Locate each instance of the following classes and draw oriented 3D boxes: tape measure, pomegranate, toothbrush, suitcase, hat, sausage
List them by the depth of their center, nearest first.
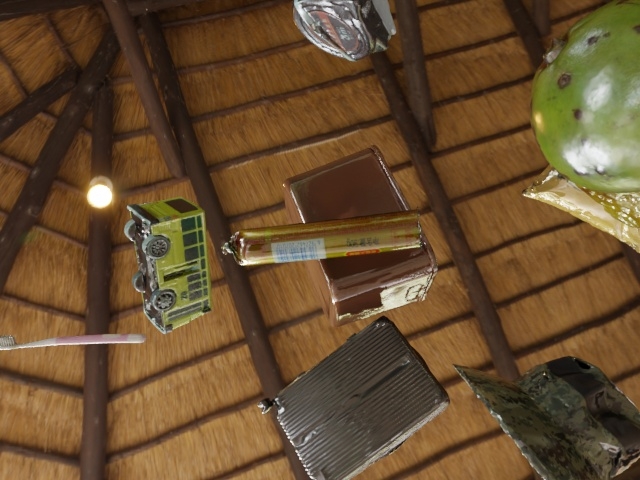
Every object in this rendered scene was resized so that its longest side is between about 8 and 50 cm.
[{"bbox_3d":[0.323,-0.121,0.465,0.248,0.202,0.202,36,-80,3],"label":"pomegranate"},{"bbox_3d":[0.283,0.209,0.559,0.128,0.265,0.265,-38,-59,3],"label":"hat"},{"bbox_3d":[0.039,-0.414,0.881,0.107,0.181,0.182,-63,-28,-5],"label":"tape measure"},{"bbox_3d":[0.000,0.000,0.894,0.372,0.082,0.082,-6,-62,4],"label":"sausage"},{"bbox_3d":[-0.481,0.190,0.931,0.287,0.020,0.025,-2,-73,-3],"label":"toothbrush"},{"bbox_3d":[0.078,0.343,1.021,0.335,0.229,0.152,-38,-26,2],"label":"suitcase"}]

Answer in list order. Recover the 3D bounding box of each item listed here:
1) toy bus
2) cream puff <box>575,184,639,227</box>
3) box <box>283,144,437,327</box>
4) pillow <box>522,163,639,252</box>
[{"bbox_3d":[-0.211,0.033,0.693,0.101,0.088,0.174,-19,-58,-37],"label":"toy bus"},{"bbox_3d":[0.582,-0.128,0.808,0.282,0.282,0.185,39,-96,-30],"label":"cream puff"},{"bbox_3d":[0.075,-0.003,1.102,0.230,0.339,0.239,-19,-26,-10],"label":"box"},{"bbox_3d":[0.670,-0.152,1.061,0.312,0.119,0.310,31,-56,7],"label":"pillow"}]
